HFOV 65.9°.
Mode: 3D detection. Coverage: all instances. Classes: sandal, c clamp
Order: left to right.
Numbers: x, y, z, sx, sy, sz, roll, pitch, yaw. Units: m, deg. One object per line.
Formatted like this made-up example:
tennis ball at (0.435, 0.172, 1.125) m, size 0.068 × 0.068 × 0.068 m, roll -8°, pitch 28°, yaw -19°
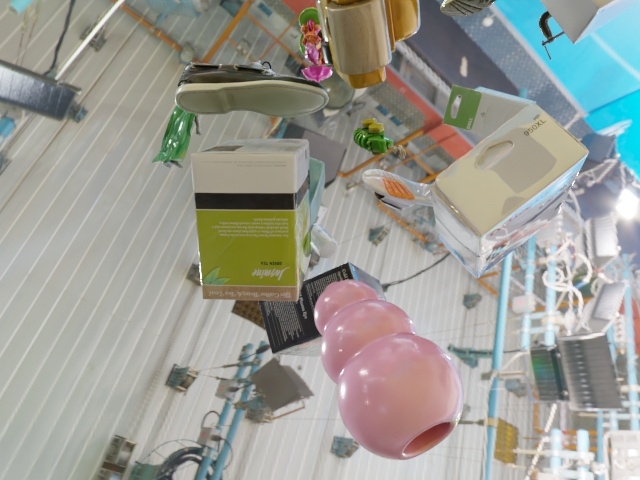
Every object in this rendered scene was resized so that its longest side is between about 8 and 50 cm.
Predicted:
sandal at (0.231, -0.117, 1.359) m, size 0.265 × 0.076 × 0.102 m, roll 14°, pitch -138°, yaw -13°
c clamp at (0.738, -0.652, 1.497) m, size 0.022 × 0.160 × 0.137 m, roll -12°, pitch -107°, yaw -56°

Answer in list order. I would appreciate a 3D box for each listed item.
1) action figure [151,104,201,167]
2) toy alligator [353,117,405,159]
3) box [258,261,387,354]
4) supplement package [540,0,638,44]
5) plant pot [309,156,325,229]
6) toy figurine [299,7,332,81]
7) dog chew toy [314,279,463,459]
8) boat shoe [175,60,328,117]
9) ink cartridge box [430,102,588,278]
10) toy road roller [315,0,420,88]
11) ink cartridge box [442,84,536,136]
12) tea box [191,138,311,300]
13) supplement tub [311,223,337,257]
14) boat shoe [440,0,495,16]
action figure at (-0.371, -0.311, 1.345) m, size 0.063 × 0.137 × 0.232 m, roll 32°, pitch -109°, yaw -53°
toy alligator at (0.099, -0.185, 0.927) m, size 0.051 × 0.190 × 0.056 m, roll -17°, pitch -60°, yaw -7°
box at (0.032, 0.234, 1.569) m, size 0.343 × 0.312 × 0.179 m, roll 31°, pitch -143°, yaw -63°
supplement package at (0.364, -0.395, 0.694) m, size 0.179 × 0.105 × 0.105 m, roll 59°, pitch -175°, yaw 9°
plant pot at (-0.081, -0.133, 1.484) m, size 0.165 × 0.165 × 0.234 m, roll 21°, pitch -109°, yaw 10°
toy figurine at (-0.010, -0.506, 1.326) m, size 0.173 × 0.130 × 0.159 m, roll 59°, pitch -152°, yaw -44°
dog chew toy at (0.095, 0.200, 0.863) m, size 0.206 × 0.207 × 0.332 m, roll 7°, pitch -144°, yaw -37°
boat shoe at (-0.153, -0.356, 1.126) m, size 0.339 × 0.127 × 0.113 m, roll -3°, pitch -111°, yaw 0°
ink cartridge box at (0.431, -0.092, 1.178) m, size 0.166 × 0.285 × 0.395 m, roll 52°, pitch -177°, yaw 23°
toy road roller at (0.119, -0.495, 1.080) m, size 0.330 × 0.240 × 0.203 m, roll -108°, pitch 2°, yaw -54°
ink cartridge box at (0.442, -0.337, 1.306) m, size 0.062 × 0.209 × 0.109 m, roll -38°, pitch -36°, yaw -51°
tea box at (-0.143, -0.065, 1.169) m, size 0.329 × 0.219 × 0.324 m, roll -76°, pitch -13°, yaw -73°
supplement tub at (0.000, 0.000, 1.589) m, size 0.071 × 0.071 × 0.107 m, roll 1°, pitch -148°, yaw -39°
boat shoe at (0.362, -0.572, 1.106) m, size 0.080 × 0.223 × 0.074 m, roll 8°, pitch -92°, yaw -29°
